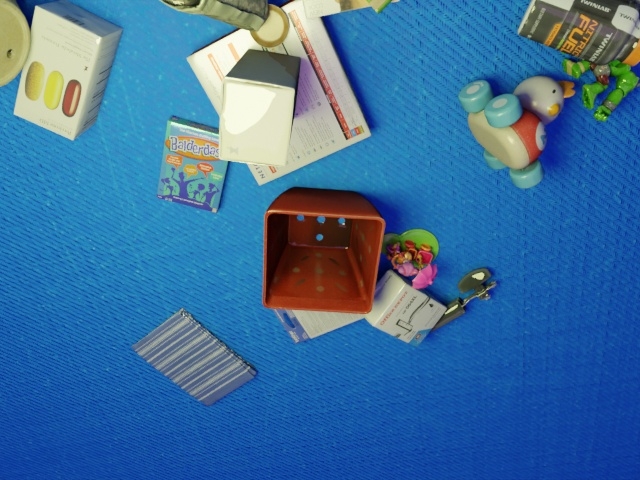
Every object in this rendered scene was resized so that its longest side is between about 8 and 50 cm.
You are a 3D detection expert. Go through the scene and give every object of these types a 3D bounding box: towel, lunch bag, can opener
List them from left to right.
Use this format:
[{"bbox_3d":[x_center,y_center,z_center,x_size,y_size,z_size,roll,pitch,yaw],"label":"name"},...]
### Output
[{"bbox_3d":[-0.231,-0.513,0.930,0.287,0.235,0.169,47,113,4],"label":"lunch bag"},{"bbox_3d":[-0.392,0.377,1.616,0.243,0.040,0.336,-36,112,21],"label":"towel"},{"bbox_3d":[0.387,0.183,1.488,0.280,0.074,0.093,-40,78,18],"label":"can opener"}]

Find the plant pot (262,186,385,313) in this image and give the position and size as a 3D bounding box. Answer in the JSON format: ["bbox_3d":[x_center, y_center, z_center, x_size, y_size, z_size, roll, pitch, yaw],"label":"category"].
[{"bbox_3d":[0.000,0.000,1.277,0.267,0.236,0.268,3,120,-3],"label":"plant pot"}]

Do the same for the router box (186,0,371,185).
[{"bbox_3d":[-0.085,-0.337,1.172,0.300,0.082,0.336,-22,118,12],"label":"router box"}]

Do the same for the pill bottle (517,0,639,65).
[{"bbox_3d":[0.545,-0.442,1.043,0.245,0.130,0.131,25,119,9],"label":"pill bottle"}]

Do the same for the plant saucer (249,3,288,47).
[{"bbox_3d":[-0.106,-0.442,1.055,0.083,0.015,0.084,1,118,2],"label":"plant saucer"}]

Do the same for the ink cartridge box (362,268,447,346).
[{"bbox_3d":[0.230,0.191,1.422,0.203,0.086,0.148,29,100,-37],"label":"ink cartridge box"}]

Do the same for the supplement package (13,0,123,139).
[{"bbox_3d":[-0.551,-0.371,1.123,0.138,0.134,0.244,23,117,-12],"label":"supplement package"}]

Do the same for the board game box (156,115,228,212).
[{"bbox_3d":[-0.313,-0.186,1.279,0.159,0.047,0.211,14,118,-8],"label":"board game box"}]

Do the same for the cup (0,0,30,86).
[{"bbox_3d":[-0.703,-0.408,0.956,0.236,0.331,0.331,27,118,6],"label":"cup"}]

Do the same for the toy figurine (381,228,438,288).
[{"bbox_3d":[0.242,0.058,1.354,0.172,0.159,0.130,13,119,-7],"label":"toy figurine"}]

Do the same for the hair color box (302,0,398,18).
[{"bbox_3d":[0.031,-0.591,0.896,0.185,0.110,0.339,-10,129,3],"label":"hair color box"}]

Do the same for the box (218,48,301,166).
[{"bbox_3d":[-0.109,-0.265,0.985,0.121,0.311,0.148,7,120,-4],"label":"box"}]

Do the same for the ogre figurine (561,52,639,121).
[{"bbox_3d":[0.626,-0.376,1.136,0.118,0.097,0.197,-27,72,9],"label":"ogre figurine"}]

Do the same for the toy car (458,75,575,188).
[{"bbox_3d":[0.474,-0.286,1.146,0.237,0.210,0.219,-35,125,5],"label":"toy car"}]

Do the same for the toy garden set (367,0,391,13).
[{"bbox_3d":[0.098,-0.538,0.845,0.203,0.049,0.244,-40,122,21],"label":"toy garden set"}]

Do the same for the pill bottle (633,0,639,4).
[{"bbox_3d":[0.665,-0.639,0.927,0.204,0.204,0.361,-12,120,7],"label":"pill bottle"}]

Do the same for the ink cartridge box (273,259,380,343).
[{"bbox_3d":[0.024,0.169,1.475,0.310,0.065,0.186,-25,118,11],"label":"ink cartridge box"}]
